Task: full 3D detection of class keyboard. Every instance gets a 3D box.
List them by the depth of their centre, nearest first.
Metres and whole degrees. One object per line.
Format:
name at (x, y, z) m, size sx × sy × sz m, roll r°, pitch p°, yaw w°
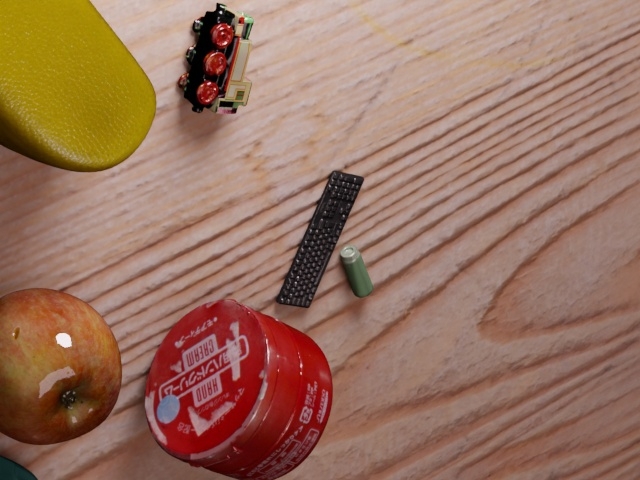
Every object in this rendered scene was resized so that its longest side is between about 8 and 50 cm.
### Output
keyboard at (0.000, 0.000, 2.218) m, size 0.061 × 0.013 × 0.204 m, roll 10°, pitch 109°, yaw -43°

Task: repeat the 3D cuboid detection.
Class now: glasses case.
glasses case at (-0.336, -0.210, 1.725) m, size 0.173 × 0.141 × 0.371 m, roll -55°, pitch 138°, yaw -17°

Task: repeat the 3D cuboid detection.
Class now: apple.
apple at (-0.334, 0.155, 1.933) m, size 0.188 × 0.174 × 0.188 m, roll -18°, pitch 125°, yaw -27°

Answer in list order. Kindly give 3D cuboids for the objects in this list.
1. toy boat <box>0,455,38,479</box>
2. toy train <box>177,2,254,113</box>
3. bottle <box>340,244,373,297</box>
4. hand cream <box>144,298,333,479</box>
toy boat at (-0.424, 0.328, 2.050) m, size 0.110 × 0.091 × 0.175 m, roll -28°, pitch 146°, yaw 24°
toy train at (-0.120, -0.222, 1.958) m, size 0.087 × 0.050 × 0.138 m, roll -3°, pitch 117°, yaw -43°
bottle at (0.051, 0.043, 2.275) m, size 0.030 × 0.030 × 0.083 m, roll -36°, pitch 132°, yaw -16°
hand cream at (-0.106, 0.202, 2.112) m, size 0.149 × 0.230 × 0.230 m, roll 29°, pitch 96°, yaw -43°
